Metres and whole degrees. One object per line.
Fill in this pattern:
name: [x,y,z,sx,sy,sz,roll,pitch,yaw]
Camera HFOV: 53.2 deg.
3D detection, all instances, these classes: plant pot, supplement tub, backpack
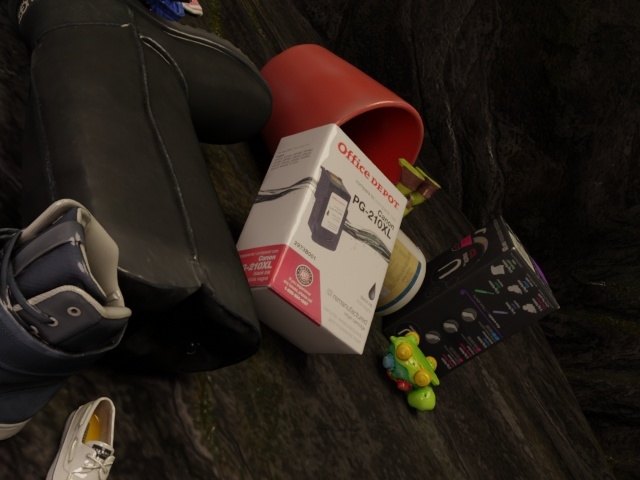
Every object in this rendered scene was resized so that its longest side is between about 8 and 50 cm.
plant pot: [0.008,-0.206,1.156,0.243,0.275,0.275,53,15,31]
supplement tub: [0.060,0.015,1.024,0.199,0.144,0.144,43,21,-31]
backpack: [-0.270,-0.395,1.018,0.120,0.101,0.098,37,31,-50]

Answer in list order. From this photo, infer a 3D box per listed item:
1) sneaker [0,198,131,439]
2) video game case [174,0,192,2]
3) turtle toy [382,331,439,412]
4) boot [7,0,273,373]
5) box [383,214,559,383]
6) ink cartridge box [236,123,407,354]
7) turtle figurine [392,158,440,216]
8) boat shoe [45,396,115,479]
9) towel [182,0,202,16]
sneaker: [-0.207,0.028,0.327,0.226,0.163,0.086,29,33,-50]
video game case: [-0.260,-0.352,0.671,0.210,0.231,0.042,95,4,-67]
turtle toy: [0.144,0.209,1.011,0.130,0.066,0.095,56,18,5]
boot: [-0.138,-0.072,0.679,0.367,0.146,0.445,18,35,-45]
box: [0.260,0.105,1.154,0.143,0.270,0.165,50,19,-13]
ink cartridge box: [0.000,0.000,0.804,0.172,0.100,0.237,41,56,-35]
turtle figurine: [0.103,-0.040,1.135,0.269,0.217,0.087,23,25,-42]
boat shoe: [-0.157,0.149,0.430,0.035,0.035,0.100,43,21,-30]
towel: [-0.319,-0.541,1.266,0.197,0.029,0.144,56,19,5]
